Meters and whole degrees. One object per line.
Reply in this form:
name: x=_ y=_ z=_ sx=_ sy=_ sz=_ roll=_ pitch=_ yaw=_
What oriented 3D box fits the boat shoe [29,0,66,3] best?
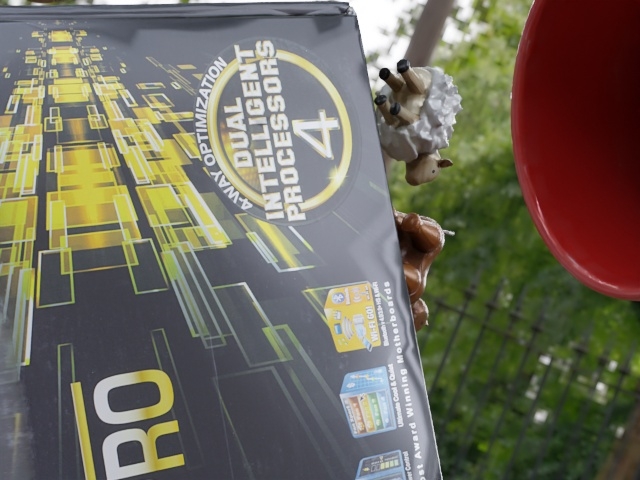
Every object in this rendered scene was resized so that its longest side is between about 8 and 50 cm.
boat shoe: x=-0.173 y=-0.333 z=1.299 sx=0.122 sy=0.324 sz=0.120 roll=58 pitch=-15 yaw=12

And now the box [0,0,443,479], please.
box: x=-0.097 y=0.081 z=0.669 sx=0.318 sy=0.395 sz=0.097 roll=-6 pitch=-5 yaw=-31

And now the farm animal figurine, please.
farm animal figurine: x=0.000 y=0.000 z=1.384 sx=0.330 sy=0.327 sz=0.172 roll=-12 pitch=-31 yaw=29

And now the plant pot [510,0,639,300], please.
plant pot: x=0.313 y=-0.095 z=0.957 sx=0.243 sy=0.275 sz=0.275 roll=-2 pitch=3 yaw=-27
